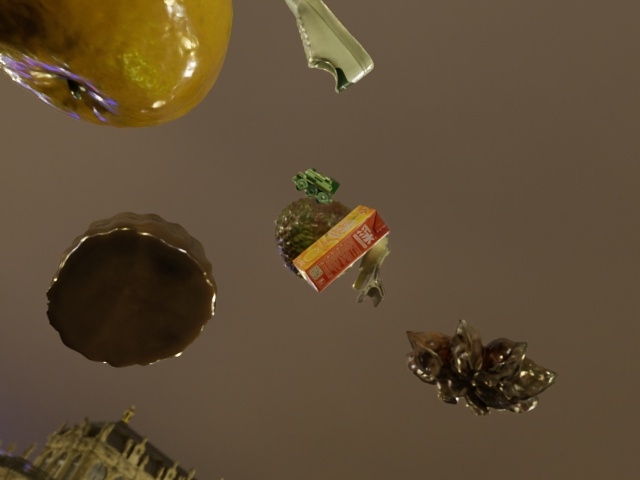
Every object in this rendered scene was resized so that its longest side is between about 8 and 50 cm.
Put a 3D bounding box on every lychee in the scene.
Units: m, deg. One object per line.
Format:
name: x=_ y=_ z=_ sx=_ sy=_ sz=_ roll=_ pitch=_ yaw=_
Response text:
lychee: x=-0.002 y=-0.005 z=1.380 sx=0.269 sy=0.320 sz=0.270 roll=-9 pitch=-44 yaw=-9

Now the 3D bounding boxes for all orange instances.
orange: x=-0.229 y=-0.255 z=0.491 sx=0.278 sy=0.235 sz=0.279 roll=12 pitch=-17 yaw=4

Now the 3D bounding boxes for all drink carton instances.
drink carton: x=0.048 y=0.015 z=1.103 sx=0.071 sy=0.223 sz=0.096 roll=53 pitch=-9 yaw=-21

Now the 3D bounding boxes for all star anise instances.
star anise: x=0.329 y=0.287 z=1.008 sx=0.331 sy=0.118 sz=0.332 roll=22 pitch=-32 yaw=14

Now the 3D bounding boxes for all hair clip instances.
hair clip: x=0.139 y=0.079 z=1.241 sx=0.071 sy=0.219 sz=0.159 roll=24 pitch=-41 yaw=-6

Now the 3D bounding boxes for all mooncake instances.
mooncake: x=-0.392 y=0.096 z=0.996 sx=0.323 sy=0.187 sz=0.324 roll=-6 pitch=-69 yaw=-16

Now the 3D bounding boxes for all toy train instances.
toy train: x=-0.009 y=-0.101 z=0.846 sx=0.083 sy=0.053 sz=0.033 roll=34 pitch=0 yaw=-7

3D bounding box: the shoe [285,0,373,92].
shoe: x=-0.006 y=-0.447 z=1.034 sx=0.265 sy=0.095 sz=0.110 roll=44 pitch=-84 yaw=1
